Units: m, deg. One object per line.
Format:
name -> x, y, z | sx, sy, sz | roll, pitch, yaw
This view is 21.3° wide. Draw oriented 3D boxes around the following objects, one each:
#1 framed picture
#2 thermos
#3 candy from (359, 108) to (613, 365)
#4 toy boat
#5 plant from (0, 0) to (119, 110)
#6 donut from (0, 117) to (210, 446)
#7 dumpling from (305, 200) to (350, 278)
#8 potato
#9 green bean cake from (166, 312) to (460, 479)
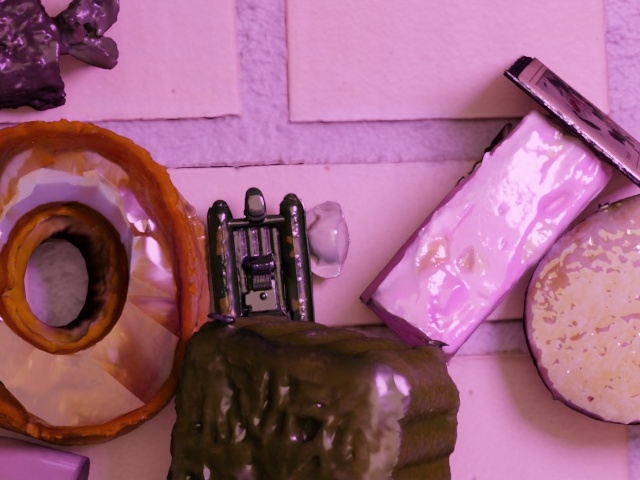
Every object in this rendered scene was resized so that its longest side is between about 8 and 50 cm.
framed picture -> 0.275, -0.122, 1.737 | 0.199, 0.195, 0.010 | 40, 108, 2
thermos -> -0.339, 0.254, 1.680 | 0.193, 0.105, 0.137 | 15, 112, 1
candy -> 0.163, -0.003, 1.722 | 0.116, 0.155, 0.265 | 43, 82, -1
toy boat -> -0.059, 0.050, 1.744 | 0.104, 0.052, 0.210 | -5, 90, -8
plant -> -0.295, -0.204, 1.720 | 0.203, 0.142, 0.131 | -10, 75, -18
donut -> -0.260, 0.041, 1.678 | 0.330, 0.160, 0.330 | 1, 82, -5
dumpling -> 0.000, -0.001, 1.768 | 0.059, 0.043, 0.077 | -5, 98, 11
potato -> 0.354, 0.068, 1.751 | 0.299, 0.116, 0.239 | -20, 83, 2
green bean cake -> -0.011, 0.204, 1.612 | 0.250, 0.156, 0.247 | 12, 97, 31
